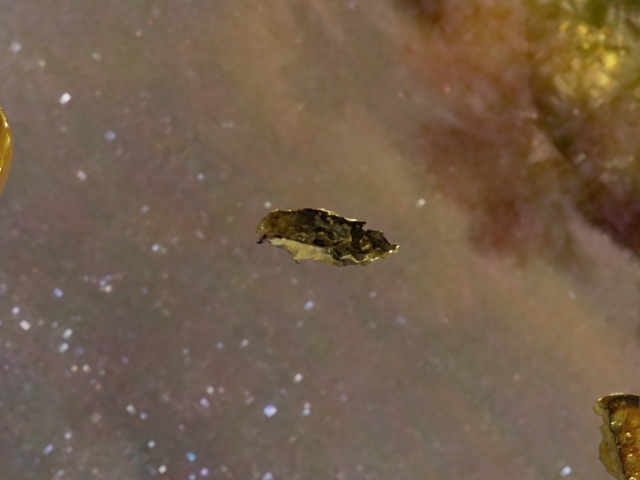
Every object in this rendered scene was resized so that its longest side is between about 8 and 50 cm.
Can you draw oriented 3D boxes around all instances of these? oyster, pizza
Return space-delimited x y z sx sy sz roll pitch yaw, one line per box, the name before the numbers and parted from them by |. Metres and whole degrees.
oyster | -0.001 -0.004 1.231 0.148 0.103 0.051 7 -97 -57
pizza | 0.289 0.191 1.207 0.160 0.035 0.099 25 -111 -41

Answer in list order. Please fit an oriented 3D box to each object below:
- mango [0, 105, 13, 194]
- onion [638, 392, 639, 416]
mango | -0.378 -0.060 1.284 0.139 0.176 0.254 12 -143 -7
onion | 0.305 0.126 0.897 0.177 0.177 0.153 37 -140 -33
